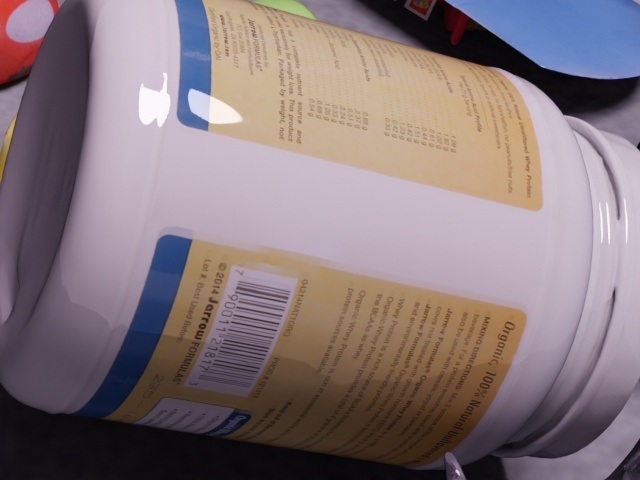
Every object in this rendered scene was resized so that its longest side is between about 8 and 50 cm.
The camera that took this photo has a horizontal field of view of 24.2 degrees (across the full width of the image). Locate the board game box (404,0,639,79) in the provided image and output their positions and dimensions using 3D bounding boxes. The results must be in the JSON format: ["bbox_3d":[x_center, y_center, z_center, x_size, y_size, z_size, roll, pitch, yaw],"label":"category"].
[{"bbox_3d":[0.100,-0.123,0.793,0.168,0.033,0.133,39,37,20],"label":"board game box"}]

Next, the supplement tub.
[{"bbox_3d":[0.000,0.000,0.506,0.199,0.144,0.144,13,38,-22],"label":"supplement tub"}]

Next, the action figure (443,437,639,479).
[{"bbox_3d":[0.143,0.106,0.454,0.275,0.141,0.164,-10,58,-32],"label":"action figure"}]

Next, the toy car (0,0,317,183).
[{"bbox_3d":[-0.070,-0.076,0.652,0.225,0.053,0.239,-7,45,-28],"label":"toy car"}]

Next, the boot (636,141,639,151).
[{"bbox_3d":[0.213,0.040,0.632,0.219,0.082,0.106,32,66,1],"label":"boot"}]
